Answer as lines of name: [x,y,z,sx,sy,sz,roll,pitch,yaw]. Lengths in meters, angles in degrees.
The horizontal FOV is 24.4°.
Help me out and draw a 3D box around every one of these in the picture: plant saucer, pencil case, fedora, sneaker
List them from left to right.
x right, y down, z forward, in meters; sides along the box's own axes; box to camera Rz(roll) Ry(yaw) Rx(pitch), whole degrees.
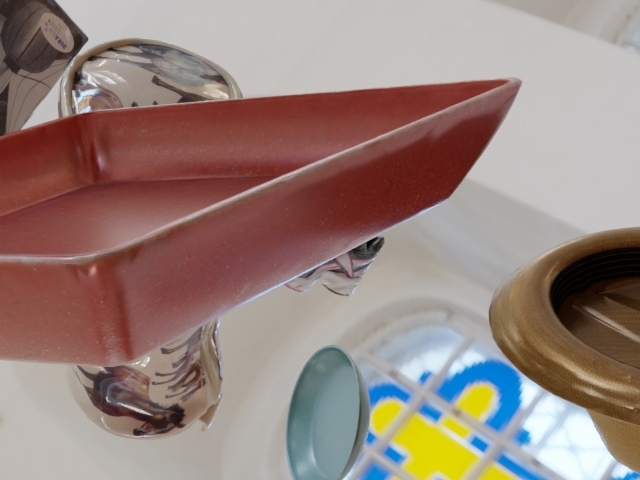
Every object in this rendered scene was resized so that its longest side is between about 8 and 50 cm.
plant saucer: [-0.087,-0.010,0.578,0.258,0.259,0.047,-26,-70,-51]
pencil case: [-0.159,0.016,1.409,0.160,0.184,0.410,-47,-25,-41]
sneaker: [0.000,0.000,1.416,0.077,0.072,0.178,-48,-22,16]
plant saucer: [0.009,0.143,1.165,0.021,0.119,0.119,12,-76,-27]
fedora: [0.177,0.063,0.723,0.194,0.194,0.079,-22,-57,-30]

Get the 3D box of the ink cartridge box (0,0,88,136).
ink cartridge box: [-0.285,-0.041,0.844,0.332,0.065,0.165,-55,-35,-10]
